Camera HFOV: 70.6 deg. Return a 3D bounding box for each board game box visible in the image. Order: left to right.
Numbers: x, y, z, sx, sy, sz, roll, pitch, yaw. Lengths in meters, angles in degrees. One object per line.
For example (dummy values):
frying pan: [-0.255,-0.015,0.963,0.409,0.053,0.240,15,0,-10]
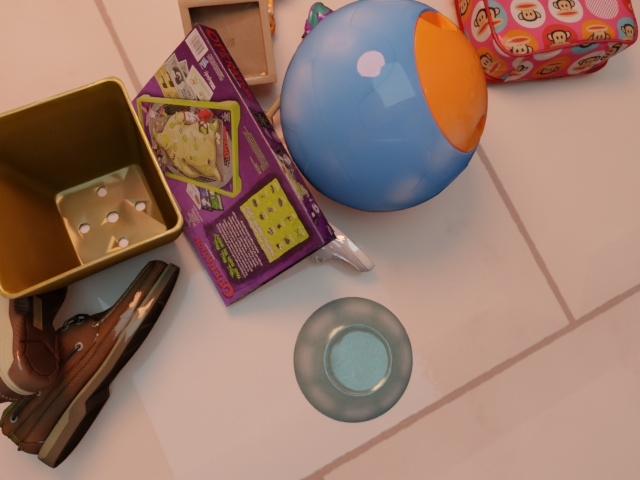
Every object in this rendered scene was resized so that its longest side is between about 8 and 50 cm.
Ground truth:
board game box: [-0.145,-0.100,0.660,0.208,0.056,0.347,-32,85,26]

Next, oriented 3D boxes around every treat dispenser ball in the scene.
treat dispenser ball: [0.085,-0.184,0.644,0.287,0.288,0.289,1,80,-7]

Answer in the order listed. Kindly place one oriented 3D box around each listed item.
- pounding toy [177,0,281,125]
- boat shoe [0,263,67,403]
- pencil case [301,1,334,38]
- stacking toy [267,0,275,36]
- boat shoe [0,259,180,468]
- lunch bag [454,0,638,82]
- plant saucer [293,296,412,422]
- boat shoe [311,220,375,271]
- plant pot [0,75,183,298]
pounding toy: [-0.111,-0.282,0.732,0.180,0.094,0.206,-8,117,-4]
boat shoe: [-0.399,0.091,0.580,0.095,0.095,0.258,-28,43,-1]
pencil case: [0.042,-0.340,0.780,0.151,0.064,0.070,34,61,0]
stacking toy: [-0.095,-0.489,0.760,0.165,0.175,0.302,7,98,29]
boat shoe: [-0.316,0.146,0.620,0.104,0.111,0.307,31,77,-1]
lunch bag: [0.397,-0.430,0.816,0.292,0.120,0.259,-8,81,-9]
plant saucer: [0.056,0.184,0.702,0.194,0.037,0.195,1,80,-8]
boat shoe: [0.000,0.000,0.716,0.184,0.066,0.063,38,91,-2]
plant pot: [-0.311,-0.053,0.617,0.212,0.187,0.212,-24,84,-11]
